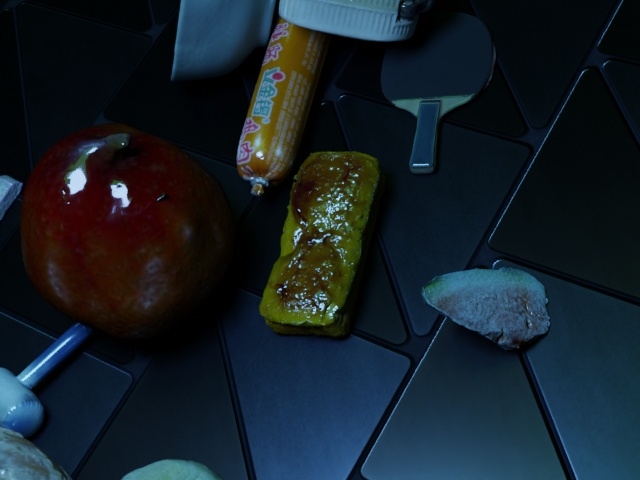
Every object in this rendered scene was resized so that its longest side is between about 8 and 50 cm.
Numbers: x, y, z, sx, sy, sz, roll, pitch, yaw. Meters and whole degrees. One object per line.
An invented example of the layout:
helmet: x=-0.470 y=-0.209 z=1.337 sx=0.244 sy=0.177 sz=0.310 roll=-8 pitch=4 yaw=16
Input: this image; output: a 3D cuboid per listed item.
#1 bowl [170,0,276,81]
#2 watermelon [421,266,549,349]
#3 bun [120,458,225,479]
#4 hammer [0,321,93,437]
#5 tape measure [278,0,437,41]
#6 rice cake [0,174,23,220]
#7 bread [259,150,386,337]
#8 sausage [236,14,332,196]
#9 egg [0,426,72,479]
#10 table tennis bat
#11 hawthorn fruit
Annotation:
bowl: x=-0.143 y=-0.377 z=1.810 sx=0.146 sy=0.289 sz=0.289 roll=8 pitch=57 yaw=-8
watermelon: x=0.201 y=0.086 z=1.467 sx=0.180 sy=0.081 sz=0.094 roll=11 pitch=33 yaw=-14
bun: x=-0.174 y=0.371 z=1.393 sx=0.204 sy=0.126 sz=0.212 roll=-26 pitch=55 yaw=-31
hammer: x=-0.391 y=0.183 z=1.635 sx=0.194 sy=0.069 sz=0.116 roll=-44 pitch=53 yaw=-17
tape measure: x=0.057 y=-0.399 z=1.767 sx=0.231 sy=0.133 sz=0.271 roll=8 pitch=24 yaw=-5
rice cake: x=-0.535 y=-0.018 z=1.836 sx=0.047 sy=0.036 sz=0.207 roll=19 pitch=65 yaw=16
bread: x=0.001 y=0.000 z=1.604 sx=0.139 sy=0.077 sz=0.271 roll=4 pitch=63 yaw=26
sausage: x=-0.061 y=-0.199 z=1.746 sx=0.093 sy=0.093 sz=0.312 roll=3 pitch=59 yaw=21
egg: x=-0.393 y=0.348 z=1.434 sx=0.203 sy=0.203 sz=0.245 roll=-22 pitch=83 yaw=5
table tennis bat: x=0.168 y=-0.226 z=1.723 sx=0.173 sy=0.022 sz=0.301 roll=-2 pitch=57 yaw=18
hawthorn fruit: x=-0.272 y=-0.014 z=1.575 sx=0.295 sy=0.311 sz=0.295 roll=-17 pitch=54 yaw=25
